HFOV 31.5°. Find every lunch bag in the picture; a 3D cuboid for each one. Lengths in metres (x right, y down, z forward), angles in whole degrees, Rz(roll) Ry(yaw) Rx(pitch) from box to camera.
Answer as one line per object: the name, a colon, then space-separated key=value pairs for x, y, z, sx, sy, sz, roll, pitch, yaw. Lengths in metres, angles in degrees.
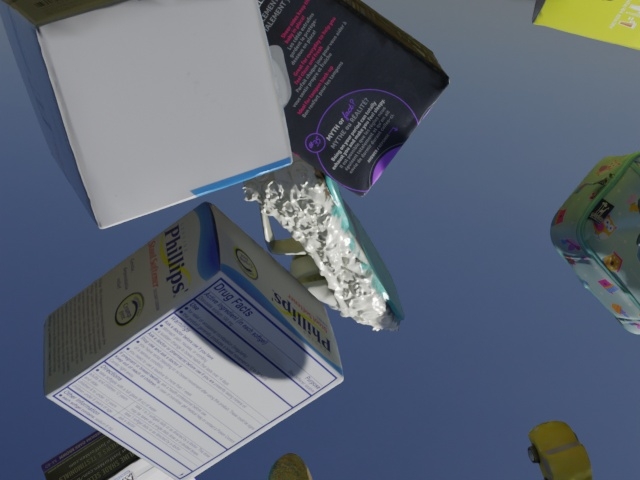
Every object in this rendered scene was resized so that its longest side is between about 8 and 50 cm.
lunch bag: x=0.523 y=-0.002 z=1.852 sx=0.224 sy=0.279 sz=0.108 roll=-47 pitch=-164 yaw=-15

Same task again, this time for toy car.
toy car: x=0.302 y=0.352 z=1.315 sx=0.239 sy=0.225 sz=0.053 roll=38 pitch=162 yaw=9

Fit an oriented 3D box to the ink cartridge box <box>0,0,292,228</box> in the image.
ink cartridge box: x=-0.154 y=-0.142 z=0.955 sx=0.171 sy=0.168 sz=0.232 roll=-20 pitch=-155 yaw=-15

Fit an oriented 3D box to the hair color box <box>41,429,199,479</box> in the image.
hair color box: x=-0.266 y=0.425 z=1.760 sx=0.185 sy=0.339 sz=0.110 roll=-32 pitch=-137 yaw=-10

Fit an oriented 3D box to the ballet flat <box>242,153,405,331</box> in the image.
ballet flat: x=0.000 y=0.000 z=1.552 sx=0.147 sy=0.409 sz=0.147 roll=-12 pitch=-129 yaw=15

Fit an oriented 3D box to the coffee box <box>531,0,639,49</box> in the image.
coffee box: x=0.563 y=-0.515 z=1.814 sx=0.338 sy=0.335 sz=0.337 roll=15 pitch=168 yaw=2

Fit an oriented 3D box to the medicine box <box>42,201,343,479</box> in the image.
medicine box: x=-0.166 y=0.140 z=1.476 sx=0.263 sy=0.289 sz=0.149 roll=44 pitch=-162 yaw=-37

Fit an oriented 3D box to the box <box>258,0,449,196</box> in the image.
box: x=-0.020 y=-0.199 z=1.227 sx=0.270 sy=0.165 sz=0.143 roll=33 pitch=-164 yaw=-14

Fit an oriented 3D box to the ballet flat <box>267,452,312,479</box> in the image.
ballet flat: x=-0.044 y=0.557 z=1.999 sx=0.123 sy=0.349 sz=0.123 roll=8 pitch=179 yaw=0

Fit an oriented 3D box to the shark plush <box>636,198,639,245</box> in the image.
shark plush: x=0.487 y=-0.028 z=1.638 sx=0.073 sy=0.067 sz=0.161 roll=-16 pitch=-177 yaw=14
